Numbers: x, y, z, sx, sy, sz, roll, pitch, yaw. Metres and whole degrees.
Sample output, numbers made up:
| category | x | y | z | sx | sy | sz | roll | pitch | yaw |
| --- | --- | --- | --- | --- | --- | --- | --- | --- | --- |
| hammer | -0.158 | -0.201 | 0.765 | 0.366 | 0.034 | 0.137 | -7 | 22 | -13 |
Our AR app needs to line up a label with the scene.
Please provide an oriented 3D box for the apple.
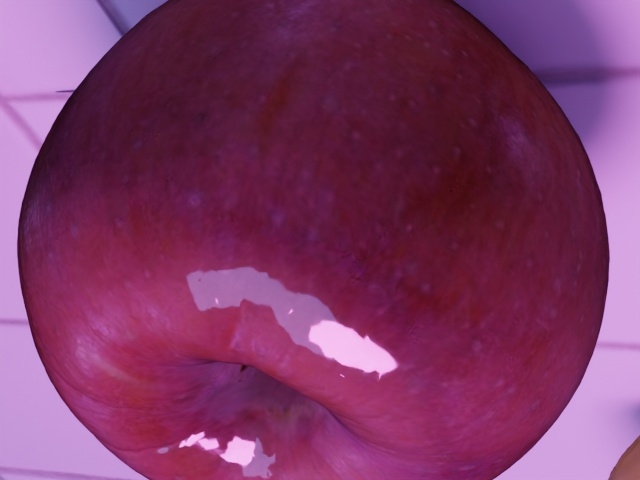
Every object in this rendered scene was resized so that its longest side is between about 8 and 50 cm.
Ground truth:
| category | x | y | z | sx | sy | sz | roll | pitch | yaw |
| --- | --- | --- | --- | --- | --- | --- | --- | --- | --- |
| apple | 0.000 | 0.000 | 0.889 | 0.305 | 0.235 | 0.306 | 13 | 148 | 8 |

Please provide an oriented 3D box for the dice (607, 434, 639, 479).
| category | x | y | z | sx | sy | sz | roll | pitch | yaw |
| --- | --- | --- | --- | --- | --- | --- | --- | --- | --- |
| dice | 0.274 | 0.207 | 1.115 | 0.169 | 0.166 | 0.169 | -6 | 140 | 40 |
